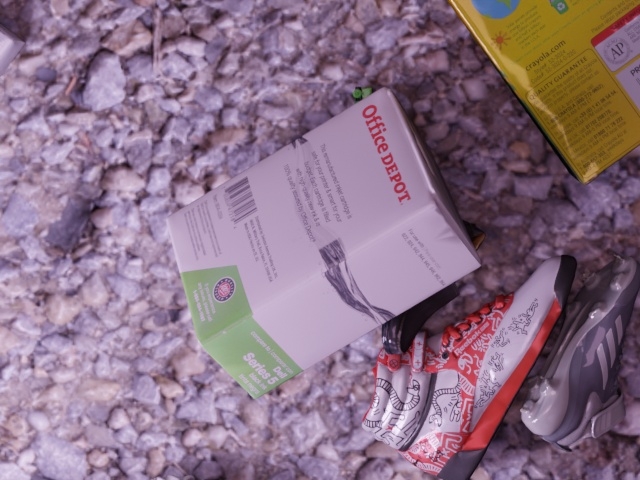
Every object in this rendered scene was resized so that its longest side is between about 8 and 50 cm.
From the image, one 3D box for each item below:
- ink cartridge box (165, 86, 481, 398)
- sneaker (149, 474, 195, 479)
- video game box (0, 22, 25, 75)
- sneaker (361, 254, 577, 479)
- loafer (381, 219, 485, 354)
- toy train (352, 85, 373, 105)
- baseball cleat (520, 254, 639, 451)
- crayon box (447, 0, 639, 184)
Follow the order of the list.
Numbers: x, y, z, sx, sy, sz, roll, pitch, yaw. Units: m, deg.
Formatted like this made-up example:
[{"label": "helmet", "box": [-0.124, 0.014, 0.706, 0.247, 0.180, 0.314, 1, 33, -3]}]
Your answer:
[{"label": "ink cartridge box", "box": [0.000, 0.000, 1.746, 0.273, 0.198, 0.115, -30, 132, 10]}, {"label": "sneaker", "box": [-0.190, 0.307, 1.858, 0.292, 0.110, 0.118, 4, 86, 2]}, {"label": "video game box", "box": [-0.457, -0.195, 1.901, 0.187, 0.048, 0.205, 40, 98, 4]}, {"label": "sneaker", "box": [0.146, 0.109, 1.789, 0.145, 0.090, 0.270, 28, 100, 5]}, {"label": "loafer", "box": [0.112, 0.044, 1.770, 0.061, 0.062, 0.170, 14, 65, 24]}, {"label": "toy train", "box": [0.048, -0.122, 1.832, 0.024, 0.017, 0.083, -5, 92, 0]}, {"label": "baseball cleat", "box": [0.285, 0.119, 1.784, 0.109, 0.072, 0.206, 35, 87, -24]}, {"label": "crayon box", "box": [0.247, -0.242, 1.724, 0.202, 0.081, 0.318, -35, 98, 5]}]
